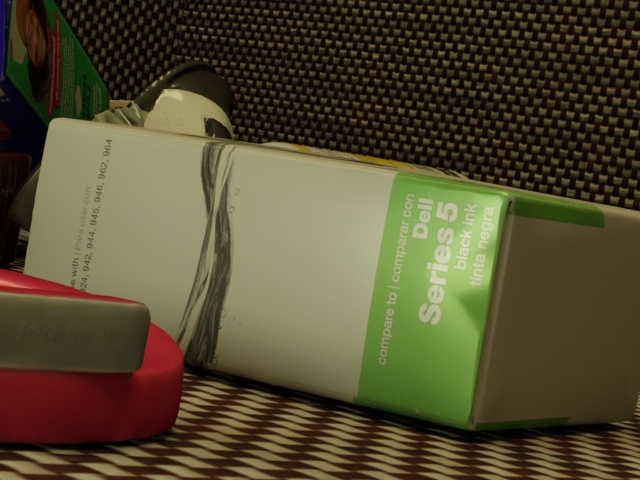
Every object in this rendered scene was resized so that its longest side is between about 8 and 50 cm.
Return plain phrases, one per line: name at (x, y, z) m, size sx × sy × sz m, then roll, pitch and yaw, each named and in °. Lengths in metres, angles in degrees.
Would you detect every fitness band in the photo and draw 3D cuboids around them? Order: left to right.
fitness band at (-0.184, 0.031, 0.708) m, size 0.291 × 0.054 × 0.209 m, roll 9°, pitch 0°, yaw -40°

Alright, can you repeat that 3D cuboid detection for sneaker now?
sneaker at (-0.106, -0.032, 1.403) m, size 0.146 × 0.122 × 0.330 m, roll 39°, pitch 22°, yaw -1°

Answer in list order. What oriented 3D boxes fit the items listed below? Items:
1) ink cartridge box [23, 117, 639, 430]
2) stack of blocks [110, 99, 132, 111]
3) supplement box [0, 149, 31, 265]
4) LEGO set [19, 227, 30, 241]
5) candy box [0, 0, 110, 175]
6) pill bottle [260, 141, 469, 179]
ink cartridge box at (0.012, 0.015, 0.998) m, size 0.273 × 0.114 × 0.198 m, roll 11°, pitch 3°, yaw 31°
stack of blocks at (-0.322, -0.086, 1.825) m, size 0.297 × 0.087 × 0.171 m, roll 1°, pitch -1°, yaw -8°
supplement box at (-0.261, -0.027, 1.268) m, size 0.104 × 0.080 × 0.188 m, roll 9°, pitch 3°, yaw 1°
LEGO set at (-0.241, -0.030, 1.735) m, size 0.182 × 0.060 × 0.244 m, roll 15°, pitch 4°, yaw 26°
candy box at (-0.320, -0.117, 1.443) m, size 0.268 × 0.122 × 0.317 m, roll 1°, pitch -14°, yaw 7°
pill bottle at (0.000, 0.000, 1.245) m, size 0.209 × 0.119 × 0.119 m, roll 8°, pitch 3°, yaw -35°
